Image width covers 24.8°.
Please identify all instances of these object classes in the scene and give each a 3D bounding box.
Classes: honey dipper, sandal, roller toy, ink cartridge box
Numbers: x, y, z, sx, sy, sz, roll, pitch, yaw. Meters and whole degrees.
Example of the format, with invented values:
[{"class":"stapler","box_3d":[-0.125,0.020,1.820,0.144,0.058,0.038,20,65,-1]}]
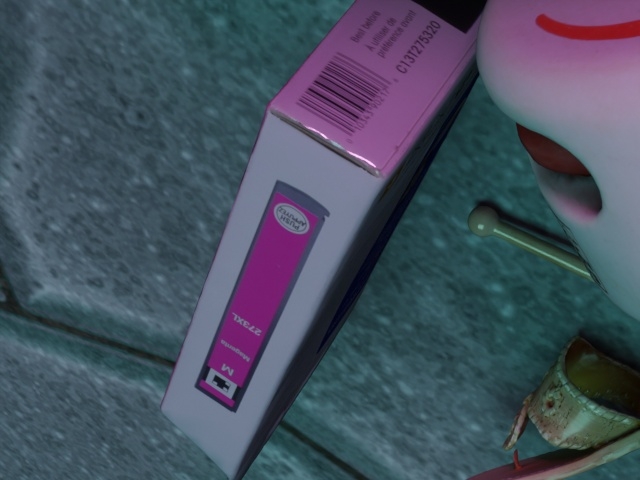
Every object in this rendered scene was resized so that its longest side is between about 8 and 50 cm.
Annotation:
[{"class":"honey dipper","box_3d":[0.154,0.018,0.805,0.161,0.030,0.030,28,144,18]},{"class":"sandal","box_3d":[0.172,0.091,0.853,0.240,0.088,0.079,-19,87,41]},{"class":"roller toy","box_3d":[0.168,-0.061,0.559,0.209,0.191,0.146,-5,130,42]},{"class":"ink cartridge box","box_3d":[0.000,0.000,0.779,0.069,0.176,0.371,31,144,7]}]
